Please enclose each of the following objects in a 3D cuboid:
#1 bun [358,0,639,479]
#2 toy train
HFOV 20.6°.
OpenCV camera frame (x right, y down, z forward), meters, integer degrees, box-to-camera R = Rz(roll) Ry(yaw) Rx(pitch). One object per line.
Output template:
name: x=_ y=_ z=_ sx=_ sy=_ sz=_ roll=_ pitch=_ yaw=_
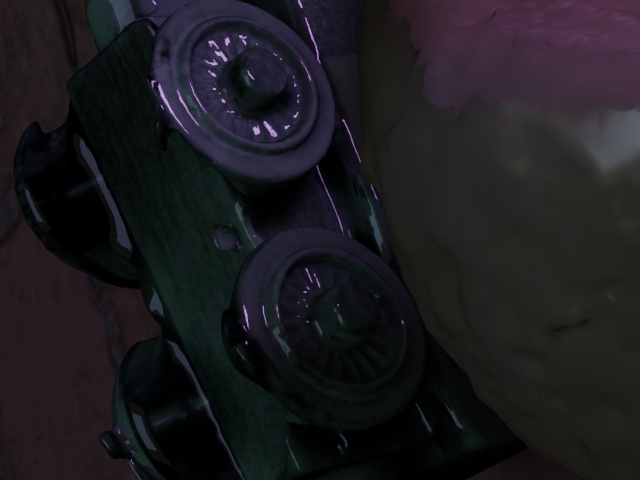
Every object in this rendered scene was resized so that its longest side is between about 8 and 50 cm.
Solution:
bun: x=0.195 y=-0.043 z=0.506 sx=0.349 sy=0.352 sz=0.227 roll=44 pitch=163 yaw=48
toy train: x=0.000 y=0.000 z=0.847 sx=0.167 sy=0.238 sz=0.299 roll=-35 pitch=72 yaw=48
